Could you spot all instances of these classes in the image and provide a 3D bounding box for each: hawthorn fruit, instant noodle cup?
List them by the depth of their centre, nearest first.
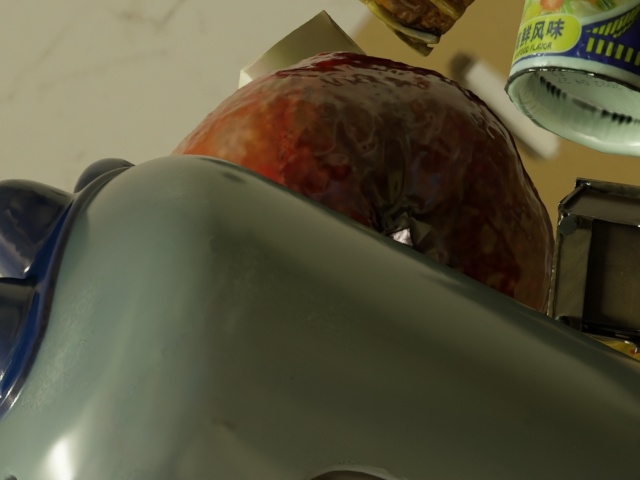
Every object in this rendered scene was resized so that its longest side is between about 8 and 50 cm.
[{"bbox_3d":[0.000,0.000,1.353,0.285,0.285,0.369,-51,24,4],"label":"hawthorn fruit"},{"bbox_3d":[0.316,-0.258,1.881,0.284,0.284,0.312,134,157,-74],"label":"instant noodle cup"}]

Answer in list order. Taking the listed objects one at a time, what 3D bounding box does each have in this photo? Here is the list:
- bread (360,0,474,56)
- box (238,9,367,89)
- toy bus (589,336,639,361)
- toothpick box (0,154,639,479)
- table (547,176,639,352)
[{"bbox_3d":[0.042,-0.315,1.654,0.185,0.274,0.114,-49,12,12],"label":"bread"},{"bbox_3d":[0.030,-0.056,1.576,0.095,0.212,0.168,-38,-14,-21],"label":"box"},{"bbox_3d":[0.202,0.171,2.034,0.330,0.152,0.144,-11,-30,-30],"label":"toy bus"},{"bbox_3d":[-0.014,0.095,0.904,0.263,0.354,0.263,-47,27,34],"label":"toothpick box"},{"bbox_3d":[0.167,0.016,1.098,0.082,0.070,0.083,-31,-52,-67],"label":"table"}]
